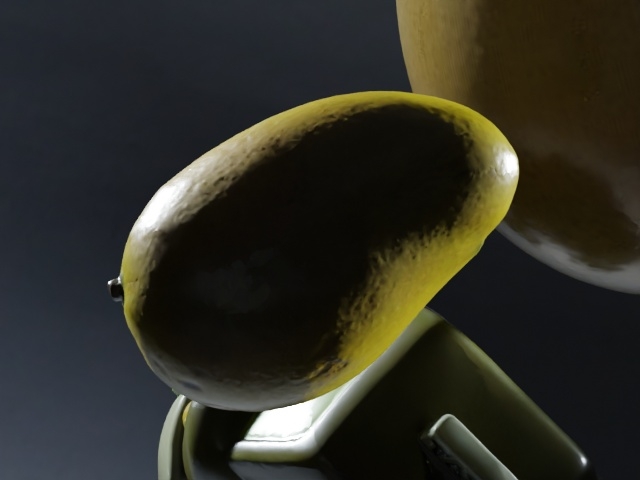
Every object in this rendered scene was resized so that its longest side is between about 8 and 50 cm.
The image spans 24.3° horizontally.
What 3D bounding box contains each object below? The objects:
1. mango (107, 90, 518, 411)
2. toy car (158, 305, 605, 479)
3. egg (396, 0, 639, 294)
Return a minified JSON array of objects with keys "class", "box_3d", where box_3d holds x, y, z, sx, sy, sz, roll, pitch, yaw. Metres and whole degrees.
[{"class":"mango","box_3d":[0.000,0.000,0.569,0.161,0.076,0.103,-31,80,-1]},{"class":"toy car","box_3d":[0.047,0.127,0.730,0.248,0.198,0.204,46,68,0]},{"class":"egg","box_3d":[0.160,-0.129,0.741,0.250,0.322,0.250,-17,17,5]}]
